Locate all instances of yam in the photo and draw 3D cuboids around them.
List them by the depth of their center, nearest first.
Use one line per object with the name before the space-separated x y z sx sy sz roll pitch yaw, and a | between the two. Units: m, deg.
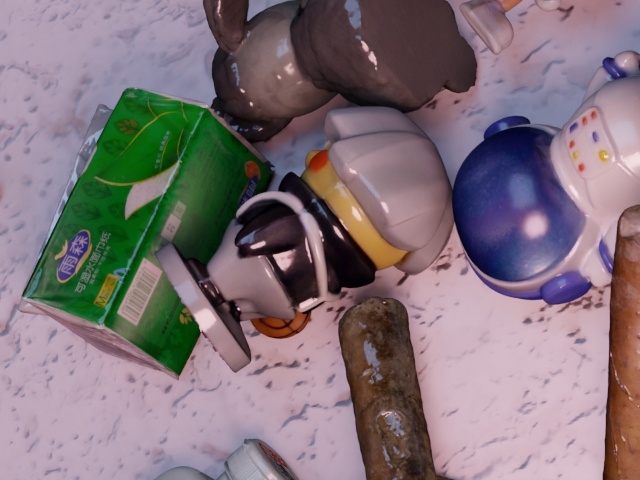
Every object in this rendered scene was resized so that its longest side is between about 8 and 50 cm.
yam | 0.225 0.087 1.220 0.057 0.057 0.241 19 121 34
yam | 0.059 0.173 1.323 0.061 0.061 0.274 -21 58 19

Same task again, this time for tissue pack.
tissue pack | -0.165 -0.012 1.506 0.156 0.148 0.209 16 76 32

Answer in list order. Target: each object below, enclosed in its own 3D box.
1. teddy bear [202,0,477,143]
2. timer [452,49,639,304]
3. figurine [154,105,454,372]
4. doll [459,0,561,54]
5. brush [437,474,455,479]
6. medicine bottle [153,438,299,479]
teddy bear | -0.008 -0.184 1.498 0.251 0.171 0.144 -1 43 35
timer | 0.257 -0.078 1.271 0.383 0.270 0.270 -33 55 30
figurine | 0.000 0.000 1.405 0.236 0.176 0.133 -34 67 -1
doll | 0.196 -0.267 1.464 0.217 0.085 0.183 -37 52 8
brush | 0.138 0.208 1.306 0.248 0.036 0.043 13 65 34
medicine bottle | -0.115 0.256 1.394 0.229 0.083 0.121 -42 52 5
